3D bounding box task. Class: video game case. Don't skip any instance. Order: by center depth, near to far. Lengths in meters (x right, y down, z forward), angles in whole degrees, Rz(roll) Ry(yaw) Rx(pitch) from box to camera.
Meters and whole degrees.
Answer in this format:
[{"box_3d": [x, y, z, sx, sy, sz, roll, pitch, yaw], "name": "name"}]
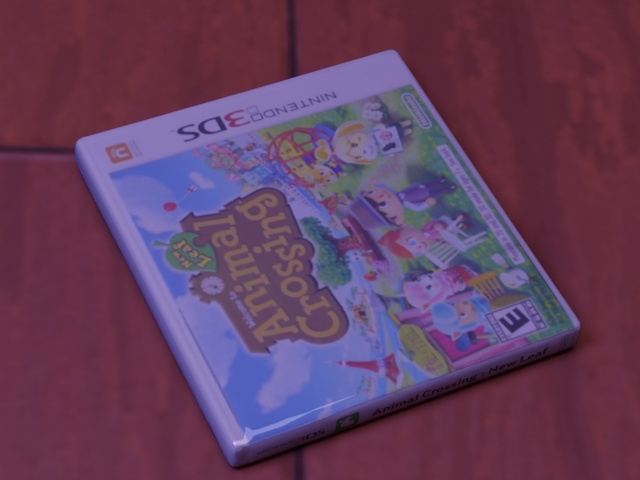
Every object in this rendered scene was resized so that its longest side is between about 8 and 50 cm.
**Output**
[{"box_3d": [0.000, 0.000, 0.975, 0.193, 0.023, 0.212, -18, 55, -19], "name": "video game case"}]
